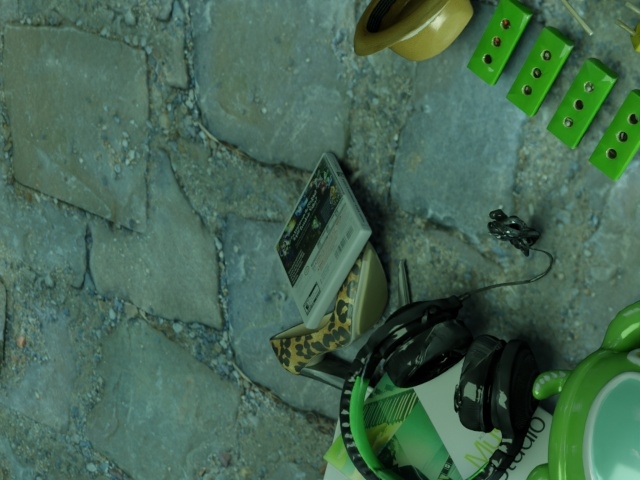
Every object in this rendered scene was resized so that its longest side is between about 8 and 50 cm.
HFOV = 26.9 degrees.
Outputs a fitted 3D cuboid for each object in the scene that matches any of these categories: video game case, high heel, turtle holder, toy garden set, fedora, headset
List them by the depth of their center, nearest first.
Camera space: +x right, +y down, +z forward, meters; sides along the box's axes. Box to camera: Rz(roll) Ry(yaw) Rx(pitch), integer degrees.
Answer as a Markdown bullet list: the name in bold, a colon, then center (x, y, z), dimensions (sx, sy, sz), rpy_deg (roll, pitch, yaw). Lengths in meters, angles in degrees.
- **turtle holder**: center (0.407, 0.231, 1.586), dimensions (0.227, 0.320, 0.243), rpy_deg (-7, 128, 45)
- **toy garden set**: center (0.320, -0.226, 1.616), dimensions (0.244, 0.049, 0.204), rpy_deg (42, 128, 22)
- **fedora**: center (0.130, -0.287, 1.704), dimensions (0.079, 0.194, 0.194), rpy_deg (41, 137, -26)
- **headset**: center (0.171, 0.152, 1.720), dimensions (0.243, 0.185, 0.394), rpy_deg (30, 92, 25)
- **video game case**: center (0.000, 0.000, 1.908), dimensions (0.190, 0.022, 0.173), rpy_deg (-62, 36, 33)
- **high heel**: center (0.000, 0.095, 1.946), dimensions (0.186, 0.093, 0.261), rpy_deg (21, 122, 31)

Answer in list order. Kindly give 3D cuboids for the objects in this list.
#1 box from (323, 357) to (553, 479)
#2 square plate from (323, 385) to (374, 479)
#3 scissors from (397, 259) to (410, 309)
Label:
- **box**: center (0.194, 0.294, 1.791), dimensions (0.322, 0.058, 0.232), rpy_deg (34, 83, 27)
- **square plate**: center (0.157, 0.407, 1.931), dimensions (0.347, 0.049, 0.344), rpy_deg (26, 120, 24)
- **scissors**: center (0.134, 0.177, 1.915), dimensions (0.109, 0.021, 0.297), rpy_deg (23, 116, 32)
